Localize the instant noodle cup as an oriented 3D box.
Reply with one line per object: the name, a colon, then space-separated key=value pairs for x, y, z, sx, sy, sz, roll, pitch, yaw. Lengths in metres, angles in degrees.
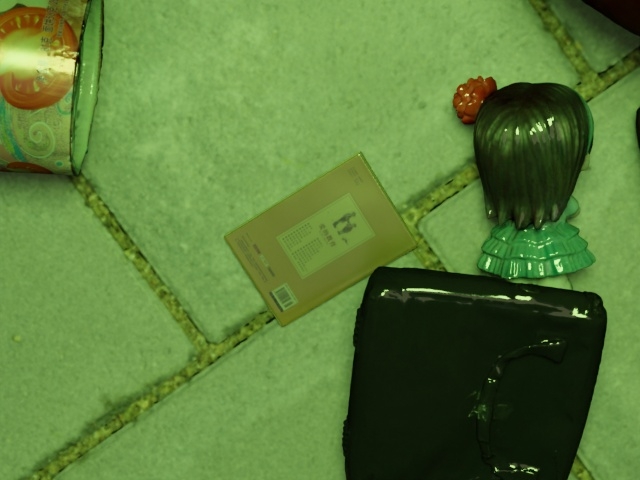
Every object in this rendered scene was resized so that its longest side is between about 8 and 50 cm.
instant noodle cup: x=-0.335 y=-0.168 z=1.098 sx=0.231 sy=0.243 sz=0.243 roll=8 pitch=101 yaw=-6

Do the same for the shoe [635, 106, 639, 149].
shoe: x=0.422 y=-0.030 z=1.131 sx=0.137 sy=0.114 sz=0.291 roll=-37 pitch=99 yaw=14

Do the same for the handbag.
handbag: x=0.149 y=0.153 z=1.161 sx=0.244 sy=0.088 sz=0.275 roll=7 pitch=117 yaw=4

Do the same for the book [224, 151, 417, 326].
book: x=0.000 y=0.000 z=1.211 sx=0.172 sy=0.012 sz=0.118 roll=-31 pitch=97 yaw=8

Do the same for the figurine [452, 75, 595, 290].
figurine: x=0.205 y=-0.042 z=1.149 sx=0.138 sy=0.110 sz=0.245 roll=0 pitch=108 yaw=16

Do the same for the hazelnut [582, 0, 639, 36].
hazelnut: x=0.336 y=-0.375 z=0.955 sx=0.402 sy=0.402 sz=0.429 roll=17 pitch=92 yaw=0
